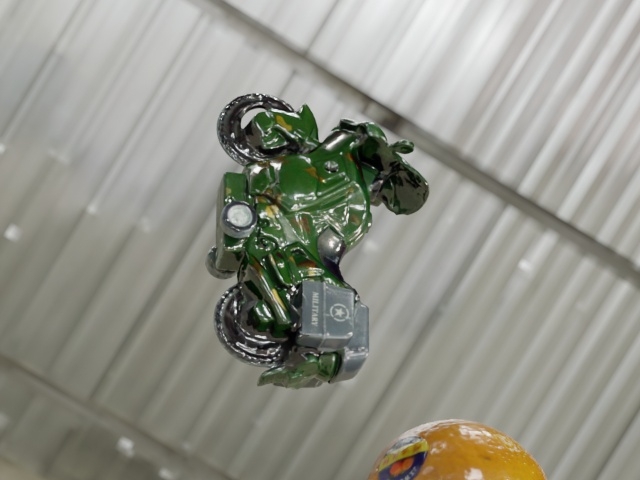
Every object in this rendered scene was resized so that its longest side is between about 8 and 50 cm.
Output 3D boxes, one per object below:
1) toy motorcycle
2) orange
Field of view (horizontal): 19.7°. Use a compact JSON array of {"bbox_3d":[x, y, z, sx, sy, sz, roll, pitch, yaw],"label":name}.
[{"bbox_3d":[0.000,0.000,1.551,0.187,0.275,0.125,7,-29,-11],"label":"toy motorcycle"},{"bbox_3d":[0.114,0.234,1.526,0.155,0.177,0.177,0,25,-45],"label":"orange"}]
